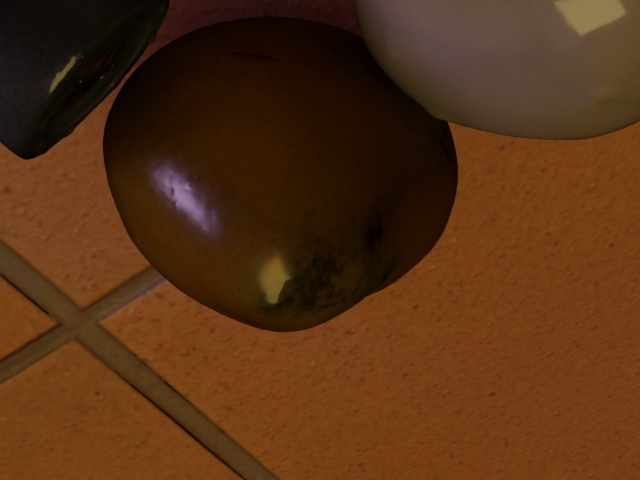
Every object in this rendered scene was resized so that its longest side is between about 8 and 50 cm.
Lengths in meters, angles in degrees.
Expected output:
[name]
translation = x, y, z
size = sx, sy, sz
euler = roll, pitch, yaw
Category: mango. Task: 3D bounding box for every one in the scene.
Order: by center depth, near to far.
[mango]
translation = -0.022, -0.042, 0.618
size = 0.211, 0.317, 0.173
euler = 30, 107, 1

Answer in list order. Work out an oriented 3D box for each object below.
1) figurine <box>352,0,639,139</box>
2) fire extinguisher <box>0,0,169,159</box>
[figurine]
translation = 0.147, -0.259, 0.564
size = 0.227, 0.274, 0.394
euler = 12, 105, 23
[fire extinguisher]
translation = -0.269, -0.183, 0.500
size = 0.376, 0.113, 0.200
euler = 43, 104, -4
